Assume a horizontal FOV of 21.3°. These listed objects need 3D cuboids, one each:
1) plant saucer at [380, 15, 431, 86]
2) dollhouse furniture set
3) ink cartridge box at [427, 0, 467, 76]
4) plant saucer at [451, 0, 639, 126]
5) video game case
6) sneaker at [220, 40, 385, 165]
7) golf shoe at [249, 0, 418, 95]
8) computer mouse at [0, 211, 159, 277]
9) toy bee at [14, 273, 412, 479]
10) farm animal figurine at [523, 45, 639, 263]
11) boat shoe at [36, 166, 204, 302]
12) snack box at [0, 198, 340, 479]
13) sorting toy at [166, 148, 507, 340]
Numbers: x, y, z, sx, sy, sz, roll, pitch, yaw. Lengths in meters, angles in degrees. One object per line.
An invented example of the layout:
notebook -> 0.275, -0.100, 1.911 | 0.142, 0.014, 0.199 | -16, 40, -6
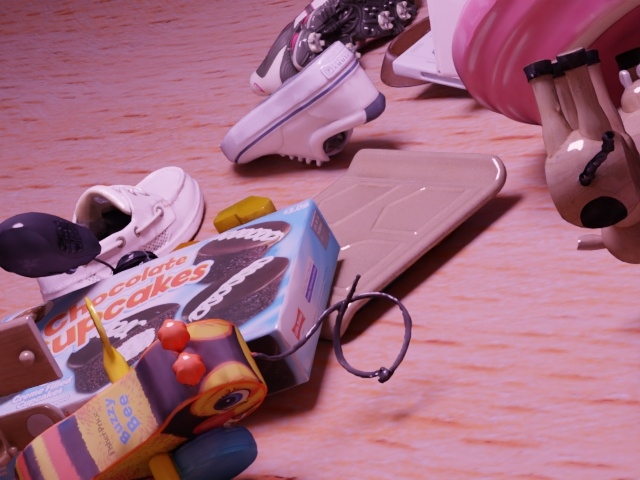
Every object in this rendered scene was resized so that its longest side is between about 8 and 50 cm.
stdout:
plant saucer -> 0.139, -0.222, 1.878 | 0.168, 0.029, 0.168 | -22, 21, 9
dollhouse furniture set -> -0.261, 0.167, 1.274 | 0.123, 0.144, 0.151 | -18, 22, 20
ink cartridge box -> 0.242, -0.268, 1.703 | 0.198, 0.115, 0.273 | 3, 32, 23
plant saucer -> 0.272, -0.189, 1.392 | 0.332, 0.332, 0.084 | -25, 66, 1
video game case -> 0.176, -0.205, 1.765 | 0.143, 0.019, 0.157 | 16, 44, 38
sneaker -> -0.022, -0.114, 1.735 | 0.094, 0.091, 0.258 | -43, 7, -27
golf shoe -> 0.015, -0.258, 1.995 | 0.120, 0.105, 0.273 | -14, 23, 43
computer mouse -> -0.204, 0.026, 1.503 | 0.071, 0.041, 0.242 | -32, -26, 20
toy bee -> -0.106, 0.102, 1.187 | 0.195, 0.162, 0.298 | 39, 89, 25
farm animal figurine -> 0.274, -0.068, 1.210 | 0.330, 0.172, 0.327 | -17, 1, -16
boat shoe -> -0.196, -0.014, 1.675 | 0.098, 0.096, 0.277 | -14, 24, 25
snack box -> -0.146, 0.087, 1.403 | 0.322, 0.060, 0.187 | -21, 27, 21
sorting toy -> 0.000, 0.000, 1.524 | 0.229, 0.041, 0.307 | -43, 27, -27
